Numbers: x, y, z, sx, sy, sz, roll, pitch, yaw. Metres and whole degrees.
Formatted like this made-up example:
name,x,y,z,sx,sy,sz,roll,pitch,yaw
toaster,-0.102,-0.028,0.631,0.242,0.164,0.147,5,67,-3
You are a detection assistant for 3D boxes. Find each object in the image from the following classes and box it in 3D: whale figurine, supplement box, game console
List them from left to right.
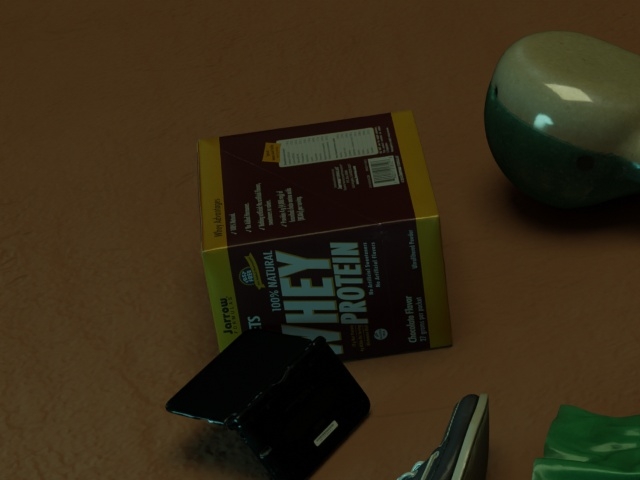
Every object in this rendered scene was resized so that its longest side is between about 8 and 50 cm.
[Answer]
name,x,y,z,sx,sy,sz,roll,pitch,yaw
game console,-0.039,0.130,1.544,0.071,0.107,0.122,-31,9,47
supplement box,0.000,0.000,1.677,0.194,0.129,0.191,-8,32,0
whale figurine,0.278,-0.091,1.793,0.272,0.141,0.216,11,28,-16

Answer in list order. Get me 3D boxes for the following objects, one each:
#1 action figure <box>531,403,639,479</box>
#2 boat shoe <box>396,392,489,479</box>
name,x,y,z,sx,sy,sz,roll,pitch,yaw
action figure,0.276,0.164,1.408,0.232,0.063,0.137,-1,30,19
boat shoe,0.078,0.180,1.419,0.065,0.075,0.206,6,38,16
